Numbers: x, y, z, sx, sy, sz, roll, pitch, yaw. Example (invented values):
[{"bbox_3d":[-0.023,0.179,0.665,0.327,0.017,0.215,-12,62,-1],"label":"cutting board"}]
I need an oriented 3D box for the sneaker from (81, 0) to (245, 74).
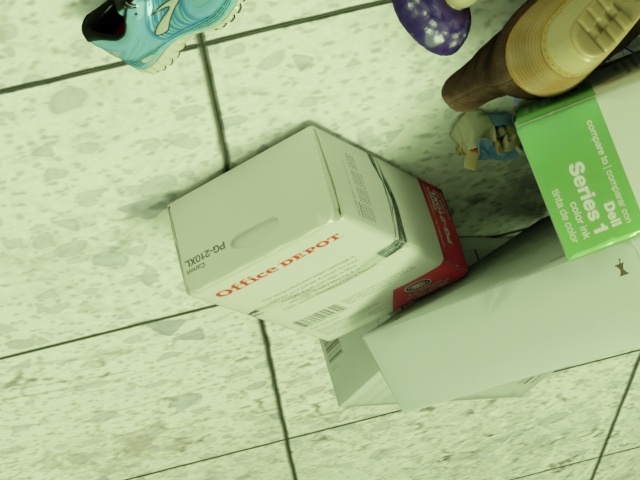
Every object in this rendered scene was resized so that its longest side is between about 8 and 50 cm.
[{"bbox_3d":[-0.108,-0.170,1.087,0.073,0.063,0.162,11,145,-39],"label":"sneaker"}]

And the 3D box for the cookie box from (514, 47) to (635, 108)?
[{"bbox_3d":[0.232,-0.134,1.384,0.092,0.040,0.107,-31,151,31],"label":"cookie box"}]

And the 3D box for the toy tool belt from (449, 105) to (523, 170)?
[{"bbox_3d":[0.161,-0.088,1.427,0.083,0.051,0.052,-7,154,-19],"label":"toy tool belt"}]

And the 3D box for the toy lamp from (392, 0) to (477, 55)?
[{"bbox_3d":[0.168,-0.229,1.104,0.080,0.080,0.275,8,147,-41],"label":"toy lamp"}]

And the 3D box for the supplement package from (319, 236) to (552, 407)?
[{"bbox_3d":[0.134,0.085,1.672,0.244,0.139,0.134,1,149,-32],"label":"supplement package"}]

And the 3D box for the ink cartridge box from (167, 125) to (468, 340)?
[{"bbox_3d":[0.000,0.000,1.460,0.172,0.100,0.237,-28,154,24],"label":"ink cartridge box"}]

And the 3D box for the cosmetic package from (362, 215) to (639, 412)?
[{"bbox_3d":[0.254,0.025,1.439,0.284,0.097,0.377,-28,-179,-36],"label":"cosmetic package"}]

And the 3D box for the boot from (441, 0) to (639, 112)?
[{"bbox_3d":[0.215,-0.193,1.205,0.248,0.090,0.207,-40,-170,-18],"label":"boot"}]

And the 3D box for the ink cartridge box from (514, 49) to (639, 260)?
[{"bbox_3d":[0.298,-0.100,1.212,0.278,0.117,0.201,-21,-173,11],"label":"ink cartridge box"}]
